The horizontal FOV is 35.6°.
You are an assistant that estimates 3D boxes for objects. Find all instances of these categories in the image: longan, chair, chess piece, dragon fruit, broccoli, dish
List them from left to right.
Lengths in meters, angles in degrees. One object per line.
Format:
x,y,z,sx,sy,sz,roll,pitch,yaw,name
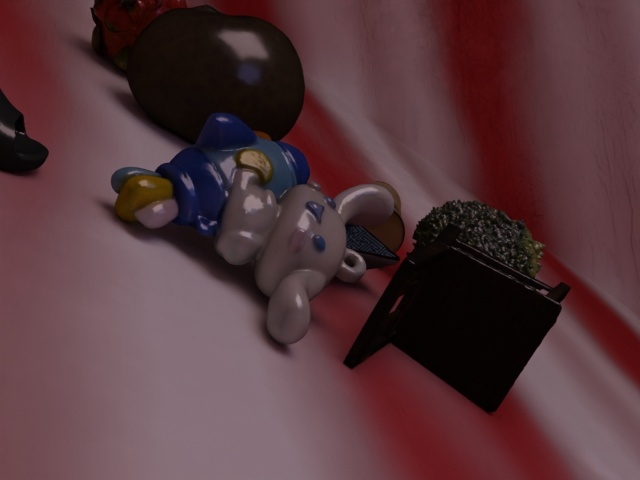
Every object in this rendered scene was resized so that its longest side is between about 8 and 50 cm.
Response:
-0.378,-0.463,2.096,0.224,0.227,0.224,0,45,0,dragon fruit
-0.198,-0.313,1.929,0.350,0.288,0.288,17,18,-14,longan
0.000,0.000,1.684,0.182,0.080,0.243,42,17,32,dish
0.120,-0.058,2.071,0.117,0.117,0.397,33,13,-2,chess piece
0.226,0.127,1.525,0.240,0.203,0.416,33,15,9,chair
0.303,0.054,1.887,0.259,0.235,0.288,25,53,-24,broccoli

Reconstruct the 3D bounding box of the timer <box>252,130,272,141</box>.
-0.118,-0.091,1.711,0.132,0.132,0.152,8,53,-58,timer

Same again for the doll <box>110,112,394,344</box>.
-0.090,-0.051,1.431,0.365,0.187,0.376,32,18,3,doll

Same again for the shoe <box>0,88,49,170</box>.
-0.454,-0.175,1.279,0.241,0.093,0.108,25,15,-21,shoe
